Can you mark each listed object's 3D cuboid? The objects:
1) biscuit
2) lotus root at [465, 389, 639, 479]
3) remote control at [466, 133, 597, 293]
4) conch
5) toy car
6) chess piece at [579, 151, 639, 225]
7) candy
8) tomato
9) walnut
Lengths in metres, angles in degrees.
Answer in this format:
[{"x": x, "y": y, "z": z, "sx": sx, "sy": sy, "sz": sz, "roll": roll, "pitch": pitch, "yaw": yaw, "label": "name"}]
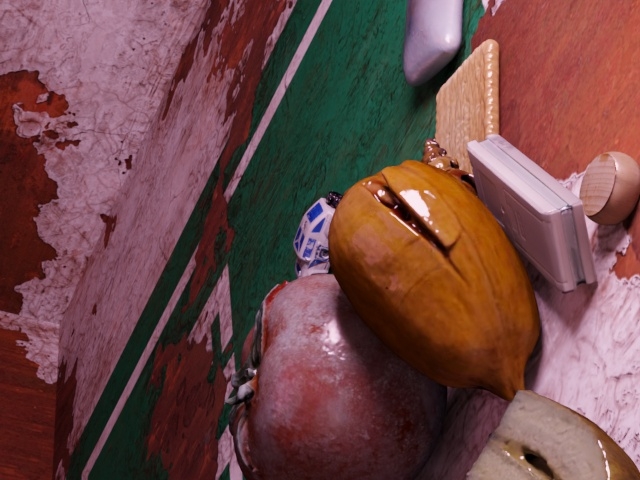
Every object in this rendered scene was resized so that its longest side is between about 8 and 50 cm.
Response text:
[{"x": 0.203, "y": -0.140, "z": 2.126, "sx": 0.160, "sy": 0.030, "sz": 0.249, "roll": 133, "pitch": 146, "yaw": -52, "label": "biscuit"}, {"x": 0.241, "y": 0.307, "z": 1.544, "sx": 0.267, "sy": 0.149, "sz": 0.260, "roll": -59, "pitch": 22, "yaw": -9, "label": "lotus root"}, {"x": 0.249, "y": -0.039, "z": 1.840, "sx": 0.277, "sy": 0.055, "sz": 0.103, "roll": -124, "pitch": 17, "yaw": -66, "label": "remote control"}, {"x": 0.163, "y": -0.020, "z": 2.003, "sx": 0.086, "sy": 0.080, "sz": 0.232, "roll": -5, "pitch": 76, "yaw": 39, "label": "conch"}, {"x": 0.000, "y": 0.000, "z": 2.521, "sx": 0.080, "sy": 0.070, "sz": 0.170, "roll": -113, "pitch": 41, "yaw": -61, "label": "toy car"}, {"x": 0.323, "y": -0.058, "z": 1.731, "sx": 0.083, "sy": 0.038, "sz": 0.083, "roll": -164, "pitch": 90, "yaw": -73, "label": "chess piece"}, {"x": 0.167, "y": -0.329, "z": 2.301, "sx": 0.138, "sy": 0.071, "sz": 0.174, "roll": 139, "pitch": 142, "yaw": -58, "label": "candy"}, {"x": 0.014, "y": 0.201, "z": 2.018, "sx": 0.317, "sy": 0.283, "sz": 0.316, "roll": -166, "pitch": 90, "yaw": -77, "label": "tomato"}, {"x": 0.145, "y": 0.055, "z": 1.851, "sx": 0.336, "sy": 0.209, "sz": 0.209, "roll": 57, "pitch": 138, "yaw": 22, "label": "walnut"}]
